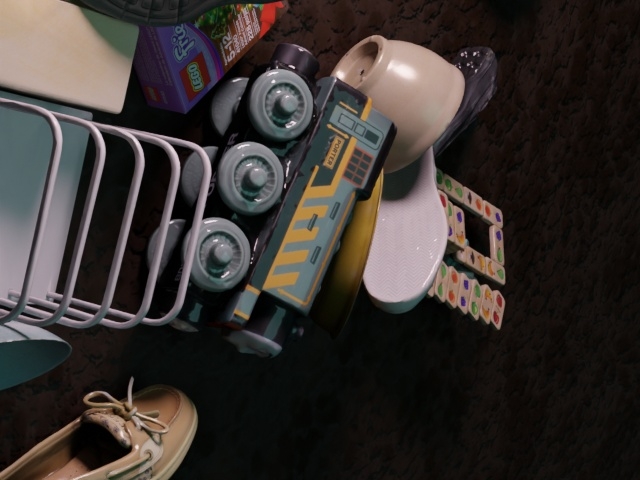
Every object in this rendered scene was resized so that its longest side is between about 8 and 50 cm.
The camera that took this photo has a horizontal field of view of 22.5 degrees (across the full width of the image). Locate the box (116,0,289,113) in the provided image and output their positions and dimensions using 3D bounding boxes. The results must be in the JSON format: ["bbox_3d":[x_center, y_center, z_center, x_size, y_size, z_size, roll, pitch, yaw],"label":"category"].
[{"bbox_3d":[-0.137,-0.304,1.611,0.201,0.057,0.293,-50,139,-34],"label":"box"}]

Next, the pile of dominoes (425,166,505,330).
[{"bbox_3d":[0.207,0.009,2.196,0.251,0.040,0.196,27,55,-52],"label":"pile of dominoes"}]

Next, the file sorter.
[{"bbox_3d":[-0.241,-0.024,1.417,0.278,0.173,0.193,8,95,-66],"label":"file sorter"}]

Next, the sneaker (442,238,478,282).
[{"bbox_3d":[0.162,0.024,2.214,0.166,0.065,0.076,11,76,-61],"label":"sneaker"}]

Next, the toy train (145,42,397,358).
[{"bbox_3d":[-0.051,-0.040,1.720,0.190,0.142,0.334,29,75,-25],"label":"toy train"}]

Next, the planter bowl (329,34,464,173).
[{"bbox_3d":[0.076,-0.176,1.922,0.109,0.162,0.162,38,66,-26],"label":"planter bowl"}]

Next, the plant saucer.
[{"bbox_3d":[-0.316,0.103,1.402,0.195,0.195,0.037,8,61,-58],"label":"plant saucer"}]

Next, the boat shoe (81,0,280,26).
[{"bbox_3d":[-0.132,-0.276,1.501,0.320,0.103,0.118,-17,130,-46],"label":"boat shoe"}]

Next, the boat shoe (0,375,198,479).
[{"bbox_3d":[-0.229,0.221,1.621,0.285,0.104,0.089,-41,136,-42],"label":"boat shoe"}]

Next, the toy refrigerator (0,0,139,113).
[{"bbox_3d":[-0.284,-0.181,1.387,0.269,0.102,0.094,10,93,-57],"label":"toy refrigerator"}]

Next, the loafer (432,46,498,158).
[{"bbox_3d":[0.180,-0.170,2.138,0.223,0.076,0.078,-54,134,-37],"label":"loafer"}]

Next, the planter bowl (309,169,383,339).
[{"bbox_3d":[0.000,0.000,1.873,0.217,0.090,0.217,-165,-90,-84],"label":"planter bowl"}]

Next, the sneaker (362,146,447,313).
[{"bbox_3d":[0.106,0.009,1.981,0.169,0.108,0.292,83,10,-47],"label":"sneaker"}]
